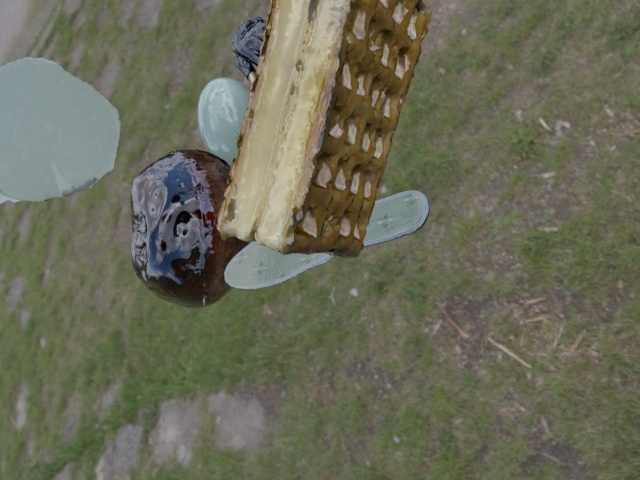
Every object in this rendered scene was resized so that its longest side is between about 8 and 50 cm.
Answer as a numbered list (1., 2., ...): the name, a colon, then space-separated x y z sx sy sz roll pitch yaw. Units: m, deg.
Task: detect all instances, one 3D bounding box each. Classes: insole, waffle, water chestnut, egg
1. insole: 0.000 0.000 0.902 0.322 0.007 0.109 -18 47 20
2. waffle: 0.010 -0.133 0.655 0.091 0.213 0.307 16 94 23
3. water chestnut: -0.244 -0.019 1.360 0.350 0.303 0.350 173 90 -66
4. egg: -0.217 -0.291 1.628 0.183 0.264 0.182 -13 42 12

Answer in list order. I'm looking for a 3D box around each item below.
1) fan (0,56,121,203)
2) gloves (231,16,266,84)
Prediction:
1. fan: -0.357 -0.071 0.727 0.010 0.182 0.310 -27 34 63
2. gloves: -0.131 -0.440 1.512 0.129 0.106 0.181 -33 52 -18
